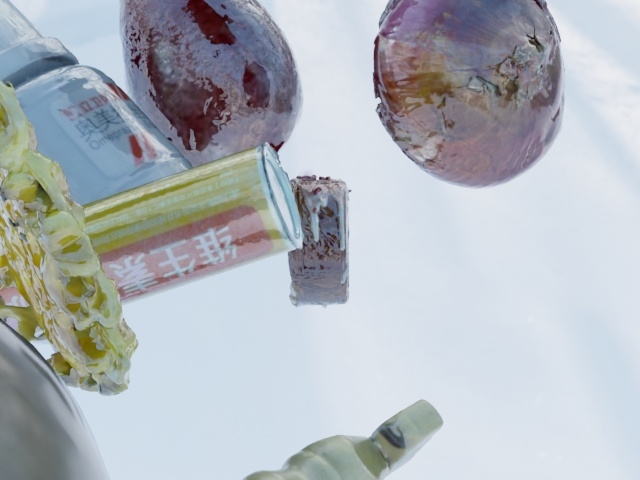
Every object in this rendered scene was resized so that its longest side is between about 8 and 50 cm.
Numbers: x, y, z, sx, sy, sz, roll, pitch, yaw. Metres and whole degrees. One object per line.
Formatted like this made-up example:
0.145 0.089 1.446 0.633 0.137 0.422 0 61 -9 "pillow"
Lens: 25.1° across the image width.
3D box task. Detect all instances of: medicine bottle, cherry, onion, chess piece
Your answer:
-0.229 0.025 1.201 0.426 0.108 0.108 -19 22 10 "medicine bottle"
-0.130 -0.192 1.660 0.203 0.300 0.230 -26 19 10 "cherry"
0.164 -0.171 1.406 0.230 0.230 0.163 4 -12 -28 "onion"
-0.294 -0.075 1.443 0.306 0.245 0.245 46 29 8 "medicine bottle"
0.013 0.188 1.116 0.090 0.090 0.200 33 42 32 "chess piece"

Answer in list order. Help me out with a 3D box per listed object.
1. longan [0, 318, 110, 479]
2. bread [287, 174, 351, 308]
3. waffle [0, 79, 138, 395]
-0.207 0.116 0.425 0.319 0.319 0.319 14 23 -6 "longan"
0.000 0.000 1.711 0.073 0.160 0.160 -1 23 5 "bread"
-0.206 -0.012 0.970 0.060 0.262 0.280 -24 4 -21 "waffle"
